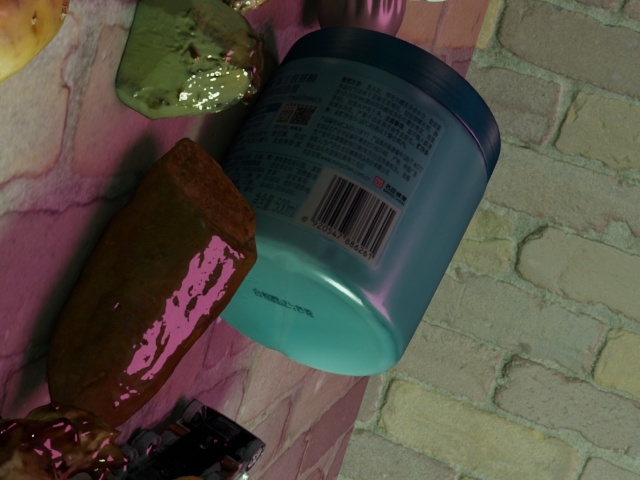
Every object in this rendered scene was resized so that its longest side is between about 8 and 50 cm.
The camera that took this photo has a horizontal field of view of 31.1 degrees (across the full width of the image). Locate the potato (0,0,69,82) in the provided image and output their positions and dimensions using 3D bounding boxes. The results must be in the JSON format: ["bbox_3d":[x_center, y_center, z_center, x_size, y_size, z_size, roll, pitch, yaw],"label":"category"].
[{"bbox_3d":[-0.239,-0.168,0.811,0.178,0.109,0.119,-49,133,-68],"label":"potato"}]

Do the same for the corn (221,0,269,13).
[{"bbox_3d":[-0.055,-0.373,1.269,0.086,0.086,0.253,-33,141,-67],"label":"corn"}]

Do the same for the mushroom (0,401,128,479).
[{"bbox_3d":[-0.207,0.363,1.049,0.334,0.330,0.356,-109,-153,-46],"label":"mushroom"}]

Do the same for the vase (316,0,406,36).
[{"bbox_3d":[0.064,-0.402,1.613,0.128,0.128,0.248,-39,137,-64],"label":"vase"}]

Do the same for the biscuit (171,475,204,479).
[{"bbox_3d":[-0.190,0.393,1.435,0.354,0.052,0.275,9,123,-36],"label":"biscuit"}]

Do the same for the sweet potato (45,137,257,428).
[{"bbox_3d":[-0.194,0.067,1.235,0.370,0.157,0.158,-55,163,-13],"label":"sweet potato"}]

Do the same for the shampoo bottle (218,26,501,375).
[{"bbox_3d":[0.024,-0.045,1.511,0.331,0.331,0.343,85,30,-59],"label":"shampoo bottle"}]

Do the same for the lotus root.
[{"bbox_3d":[-0.129,-0.189,1.154,0.070,0.144,0.143,14,87,-68],"label":"lotus root"}]

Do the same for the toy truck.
[{"bbox_3d":[-0.203,0.356,1.634,0.184,0.133,0.338,-64,166,18],"label":"toy truck"}]
